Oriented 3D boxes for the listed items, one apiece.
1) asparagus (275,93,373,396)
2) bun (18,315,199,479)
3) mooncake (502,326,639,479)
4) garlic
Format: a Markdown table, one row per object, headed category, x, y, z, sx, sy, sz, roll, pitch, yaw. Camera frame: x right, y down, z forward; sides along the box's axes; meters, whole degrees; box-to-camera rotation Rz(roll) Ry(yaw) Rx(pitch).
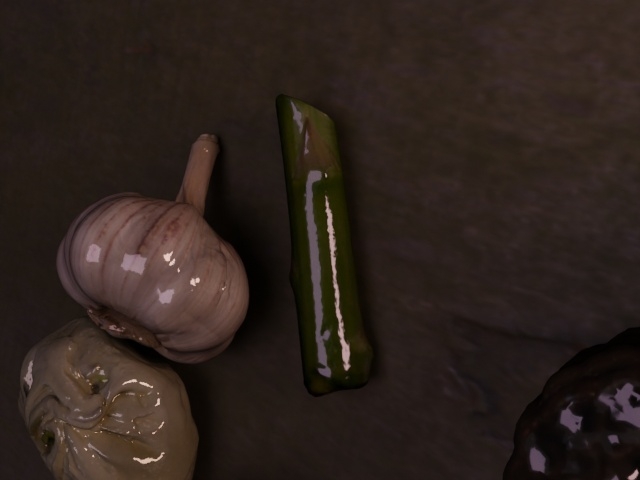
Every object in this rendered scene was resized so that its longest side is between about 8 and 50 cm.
| category | x | y | z | sx | sy | sz | roll | pitch | yaw |
| --- | --- | --- | --- | --- | --- | --- | --- | --- | --- |
| asparagus | 0.001 | 0.000 | 0.782 | 0.067 | 0.060 | 0.278 | -9 | 85 | 56 |
| bun | -0.235 | 0.193 | 0.903 | 0.229 | 0.145 | 0.230 | 5 | 99 | 37 |
| mooncake | 0.233 | 0.172 | 0.572 | 0.228 | 0.124 | 0.228 | 1 | 92 | 35 |
| garlic | -0.142 | -0.004 | 0.855 | 0.199 | 0.199 | 0.226 | 3 | 58 | 36 |
